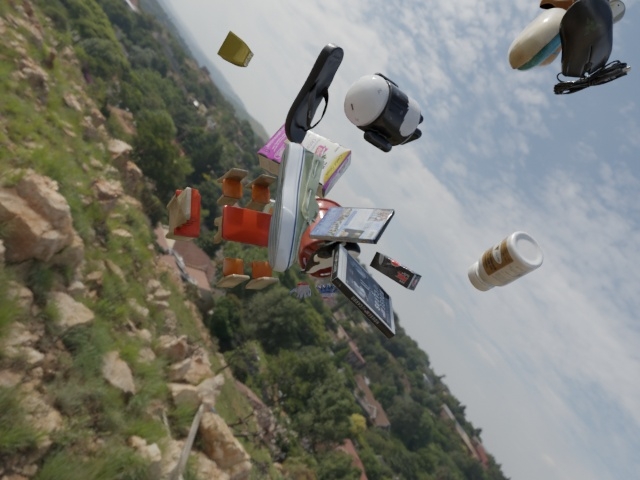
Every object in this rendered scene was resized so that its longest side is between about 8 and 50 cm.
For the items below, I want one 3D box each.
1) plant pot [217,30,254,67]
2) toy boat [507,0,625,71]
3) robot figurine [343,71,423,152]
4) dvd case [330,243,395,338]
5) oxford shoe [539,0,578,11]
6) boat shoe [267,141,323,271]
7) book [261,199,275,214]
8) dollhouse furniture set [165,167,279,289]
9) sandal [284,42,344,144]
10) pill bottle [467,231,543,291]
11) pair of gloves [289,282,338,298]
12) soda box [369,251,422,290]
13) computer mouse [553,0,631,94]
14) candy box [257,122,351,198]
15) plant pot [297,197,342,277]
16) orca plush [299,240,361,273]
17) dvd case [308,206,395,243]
[{"bbox_3d":[-0.254,-0.580,1.512,0.083,0.081,0.081,32,9,0],"label":"plant pot"},{"bbox_3d":[0.700,-0.606,1.428,0.148,0.267,0.318,46,-33,-6],"label":"toy boat"},{"bbox_3d":[0.202,-0.407,1.567,0.278,0.173,0.209,22,29,-34],"label":"robot figurine"},{"bbox_3d":[0.119,0.138,1.351,0.238,0.030,0.179,45,22,-18],"label":"dvd case"},{"bbox_3d":[0.891,-0.838,1.757,0.212,0.076,0.076,30,-4,36],"label":"oxford shoe"},{"bbox_3d":[-0.047,-0.075,1.052,0.109,0.094,0.302,136,-36,-63],"label":"boat shoe"},{"bbox_3d":[-0.191,-0.083,1.917,0.096,0.144,0.035,12,15,-48],"label":"book"},{"bbox_3d":[-0.199,-0.038,1.095,0.259,0.135,0.262,9,70,-34],"label":"dollhouse furniture set"},{"bbox_3d":[-0.012,-0.335,1.161,0.054,0.254,0.097,38,30,17],"label":"sandal"},{"bbox_3d":[0.596,0.077,1.606,0.131,0.131,0.229,55,-37,11],"label":"pill bottle"},{"bbox_3d":[-0.026,0.206,1.977,0.159,0.198,0.023,98,-9,-64],"label":"pair of gloves"},{"bbox_3d":[0.246,0.100,1.620,0.169,0.060,0.053,32,8,38],"label":"soda box"},{"bbox_3d":[0.692,-0.487,1.258,0.272,0.189,0.072,52,31,-45],"label":"computer mouse"},{"bbox_3d":[-0.047,-0.244,1.462,0.233,0.159,0.071,28,-27,16],"label":"candy box"},{"bbox_3d":[0.000,0.000,2.082,0.272,0.272,0.265,54,15,-33],"label":"plant pot"},{"bbox_3d":[0.036,0.041,1.768,0.287,0.151,0.102,140,-46,-56],"label":"orca plush"},{"bbox_3d":[0.108,-0.056,1.681,0.253,0.180,0.022,5,-51,31],"label":"dvd case"}]
